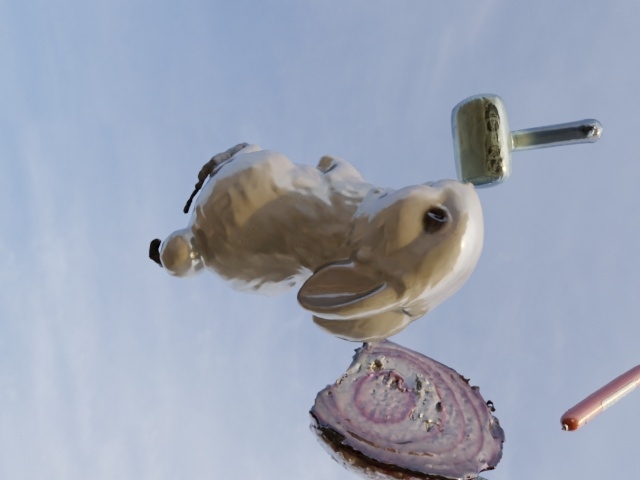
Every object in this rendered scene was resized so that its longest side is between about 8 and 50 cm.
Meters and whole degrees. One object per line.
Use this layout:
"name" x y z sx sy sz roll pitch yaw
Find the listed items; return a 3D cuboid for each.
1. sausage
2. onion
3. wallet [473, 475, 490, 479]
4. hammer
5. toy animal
"sausage" 0.493 0.265 0.815 0.034 0.253 0.034 45 -35 44
"onion" 0.132 0.303 0.758 0.280 0.314 0.146 26 -68 23
"wallet" 0.295 0.484 0.787 0.221 0.167 0.036 14 -51 15
"hammer" 0.263 -0.131 0.599 0.193 0.069 0.116 -8 -87 -3
"toy animal" 0.000 0.000 0.567 0.357 0.258 0.194 17 -34 36
